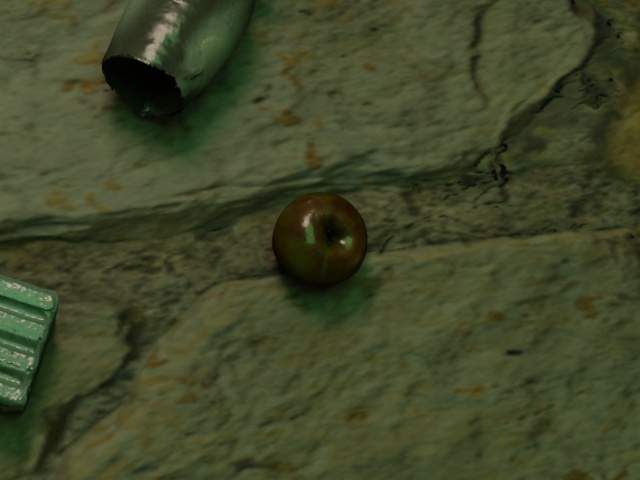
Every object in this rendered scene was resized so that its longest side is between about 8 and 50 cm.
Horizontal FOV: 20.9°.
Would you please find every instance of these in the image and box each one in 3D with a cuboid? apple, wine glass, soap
[{"bbox_3d":[0.000,0.000,1.609,0.090,0.074,0.089,6,66,-14],"label":"apple"},{"bbox_3d":[-0.126,-0.216,1.656,0.111,0.111,0.204,28,61,-1],"label":"wine glass"},{"bbox_3d":[-0.334,0.072,1.493,0.198,0.063,0.114,20,64,-5],"label":"soap"}]
